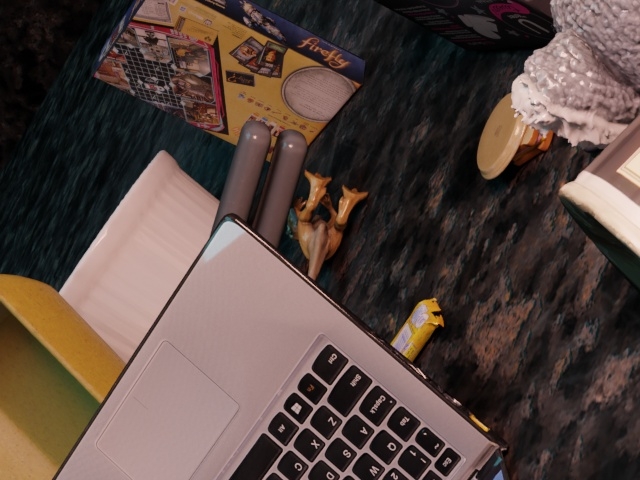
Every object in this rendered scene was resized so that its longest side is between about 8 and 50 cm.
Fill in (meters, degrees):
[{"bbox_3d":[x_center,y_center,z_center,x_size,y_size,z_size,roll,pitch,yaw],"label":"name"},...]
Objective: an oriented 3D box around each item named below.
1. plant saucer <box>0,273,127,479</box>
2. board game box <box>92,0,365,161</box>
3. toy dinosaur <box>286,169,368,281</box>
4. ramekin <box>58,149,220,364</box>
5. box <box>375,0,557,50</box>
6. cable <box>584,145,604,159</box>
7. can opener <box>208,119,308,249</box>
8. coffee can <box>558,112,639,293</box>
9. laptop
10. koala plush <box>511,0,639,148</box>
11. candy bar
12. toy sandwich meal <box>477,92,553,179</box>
[{"bbox_3d":[-0.264,0.189,1.748,0.081,0.333,0.333,-47,6,-37],"label":"plant saucer"},{"bbox_3d":[-0.098,-0.184,1.817,0.165,0.243,0.042,-46,26,43],"label":"board game box"},{"bbox_3d":[0.000,0.000,1.635,0.211,0.064,0.112,-92,19,-72],"label":"toy dinosaur"},{"bbox_3d":[-0.198,0.051,1.867,0.277,0.135,0.277,-55,4,6],"label":"ramekin"},{"bbox_3d":[0.149,-0.259,1.412,0.163,0.142,0.247,-65,20,-5],"label":"box"},{"bbox_3d":[0.234,-0.124,1.178,0.150,0.047,0.184,-35,31,47],"label":"cable"},{"bbox_3d":[-0.083,0.008,1.703,0.093,0.074,0.280,-102,26,-61],"label":"can opener"},{"bbox_3d":[0.257,-0.045,0.641,0.275,0.201,0.201,-45,21,3],"label":"coffee can"},{"bbox_3d":[-0.056,0.269,1.169,0.382,0.408,0.236,-55,-13,26],"label":"laptop"},{"bbox_3d":[0.218,-0.105,0.903,0.196,0.221,0.203,-64,19,2],"label":"koala plush"},{"bbox_3d":[0.052,0.115,1.388,0.161,0.018,0.040,-57,24,20],"label":"candy bar"},{"bbox_3d":[0.155,-0.083,1.352,0.085,0.029,0.085,-58,18,33],"label":"toy sandwich meal"}]
